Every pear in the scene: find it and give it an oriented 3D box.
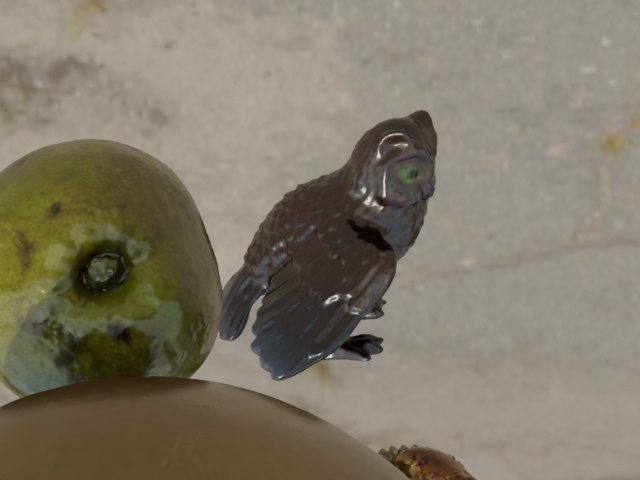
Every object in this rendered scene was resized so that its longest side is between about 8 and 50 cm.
[{"bbox_3d":[-0.088,0.014,0.614,0.107,0.107,0.131,12,170,-19],"label":"pear"}]

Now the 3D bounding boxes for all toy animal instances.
[{"bbox_3d":[0.004,-0.006,1.030,0.116,0.218,0.179,18,118,2],"label":"toy animal"}]

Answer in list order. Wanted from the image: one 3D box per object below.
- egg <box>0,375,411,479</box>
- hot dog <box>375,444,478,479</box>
[{"bbox_3d":[-0.056,0.218,0.460,0.301,0.374,0.301,-5,151,-3],"label":"egg"},{"bbox_3d":[0.102,0.262,1.271,0.131,0.252,0.069,-27,144,-12],"label":"hot dog"}]
